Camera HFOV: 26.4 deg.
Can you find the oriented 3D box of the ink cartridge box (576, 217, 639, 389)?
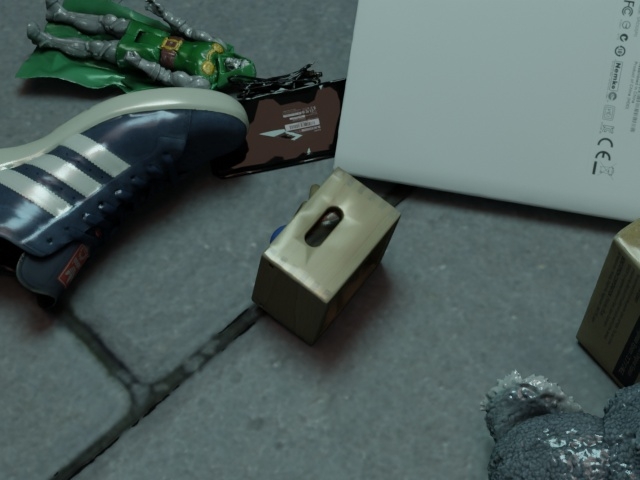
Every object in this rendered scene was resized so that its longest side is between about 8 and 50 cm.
[{"bbox_3d":[0.343,0.013,1.150,0.234,0.193,0.088,-32,65,-15],"label":"ink cartridge box"}]

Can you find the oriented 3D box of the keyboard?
[{"bbox_3d":[-0.021,-0.123,1.350,0.192,0.038,0.100,-11,83,-5],"label":"keyboard"}]

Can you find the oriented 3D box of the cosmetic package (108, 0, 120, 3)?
[{"bbox_3d":[-0.296,-0.349,1.451,0.239,0.099,0.060,35,69,21],"label":"cosmetic package"}]

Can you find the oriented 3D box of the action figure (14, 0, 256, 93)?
[{"bbox_3d":[-0.175,-0.194,1.377,0.232,0.063,0.137,14,58,7],"label":"action figure"}]

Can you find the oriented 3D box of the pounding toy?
[{"bbox_3d":[0.000,0.000,1.222,0.100,0.130,0.141,37,67,8],"label":"pounding toy"}]

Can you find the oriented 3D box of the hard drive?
[{"bbox_3d":[0.203,-0.149,1.268,0.353,0.047,0.233,10,98,8],"label":"hard drive"}]

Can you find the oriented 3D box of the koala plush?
[{"bbox_3d":[0.232,0.181,1.072,0.221,0.203,0.196,-3,58,15],"label":"koala plush"}]

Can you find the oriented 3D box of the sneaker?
[{"bbox_3d":[-0.221,-0.024,1.247,0.350,0.131,0.148,-19,67,-2],"label":"sneaker"}]
